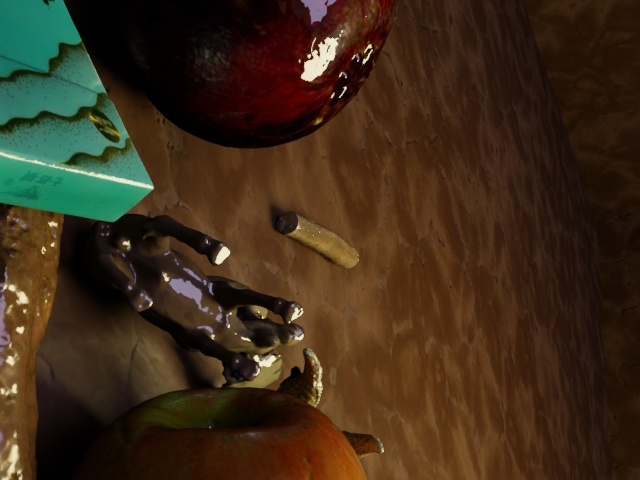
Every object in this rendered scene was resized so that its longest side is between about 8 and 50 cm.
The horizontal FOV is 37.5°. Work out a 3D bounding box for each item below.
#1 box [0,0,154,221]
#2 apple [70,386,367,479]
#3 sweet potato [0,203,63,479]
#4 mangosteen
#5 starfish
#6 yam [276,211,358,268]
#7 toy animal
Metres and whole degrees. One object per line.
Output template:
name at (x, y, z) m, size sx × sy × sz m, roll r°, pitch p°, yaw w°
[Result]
box at (-0.191, -0.119, 0.494) m, size 0.161 × 0.042 × 0.226 m, roll 11°, pitch 47°, yaw -60°
apple at (-0.063, 0.186, 0.584) m, size 0.196 × 0.196 × 0.196 m, roll 39°, pitch 46°, yaw -56°
sweet potato at (-0.186, 0.043, 0.494) m, size 0.114 × 0.092 × 0.342 m, roll 87°, pitch 3°, yaw -67°
mangosteen at (-0.075, -0.199, 0.741) m, size 0.261 × 0.235 × 0.235 m, roll 36°, pitch 25°, yaw 8°
starfish at (-0.021, 0.185, 0.704) m, size 0.053 × 0.208 × 0.176 m, roll -6°, pitch 61°, yaw -29°
yam at (0.000, 0.000, 0.994) m, size 0.145 × 0.032 × 0.032 m, roll 29°, pitch 54°, yaw -59°
toy animal at (-0.083, 0.050, 0.696) m, size 0.214 × 0.186 × 0.094 m, roll 41°, pitch 71°, yaw -24°
